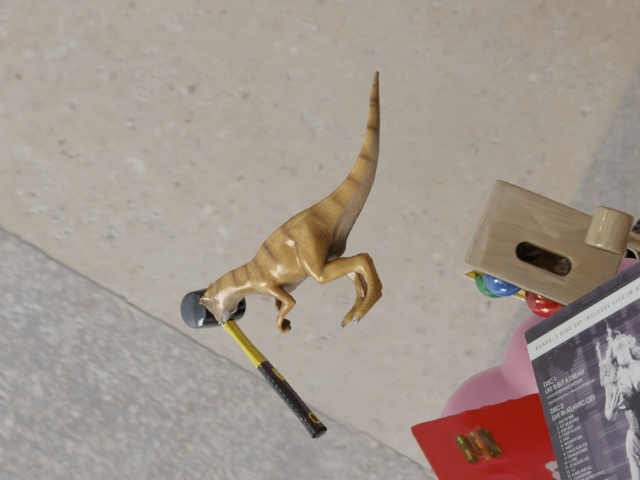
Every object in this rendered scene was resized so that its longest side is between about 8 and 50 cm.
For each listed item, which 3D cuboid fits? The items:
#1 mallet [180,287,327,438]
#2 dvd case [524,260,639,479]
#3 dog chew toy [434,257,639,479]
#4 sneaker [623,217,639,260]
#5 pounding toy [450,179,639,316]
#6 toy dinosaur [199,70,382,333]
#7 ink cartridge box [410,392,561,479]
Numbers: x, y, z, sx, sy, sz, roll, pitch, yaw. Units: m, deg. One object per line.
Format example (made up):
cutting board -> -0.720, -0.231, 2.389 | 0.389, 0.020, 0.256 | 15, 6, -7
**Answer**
mallet -> -0.064, 0.112, 1.024 | 0.062, 0.190, 0.039 | 2, 129, -45
dvd case -> 0.207, 0.127, 0.679 | 0.018, 0.164, 0.221 | 6, 60, -31
dog chew toy -> 0.262, 0.161, 1.128 | 0.206, 0.207, 0.332 | 28, 105, -24
sneaker -> 0.378, 0.004, 1.245 | 0.071, 0.066, 0.189 | 31, 77, -41
pounding toy -> 0.221, 0.024, 0.976 | 0.181, 0.206, 0.094 | 22, 86, 3
toy dinosaur -> 0.000, 0.000, 0.756 | 0.112, 0.064, 0.211 | 46, 106, 0
ink cartridge box -> 0.293, 0.146, 0.833 | 0.384, 0.308, 0.091 | -14, 120, -10
